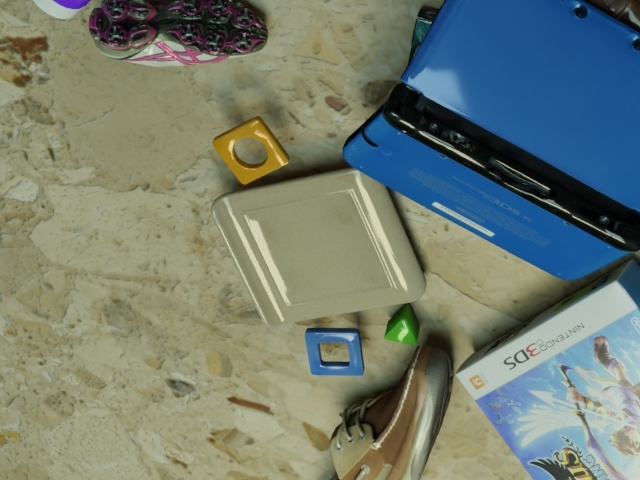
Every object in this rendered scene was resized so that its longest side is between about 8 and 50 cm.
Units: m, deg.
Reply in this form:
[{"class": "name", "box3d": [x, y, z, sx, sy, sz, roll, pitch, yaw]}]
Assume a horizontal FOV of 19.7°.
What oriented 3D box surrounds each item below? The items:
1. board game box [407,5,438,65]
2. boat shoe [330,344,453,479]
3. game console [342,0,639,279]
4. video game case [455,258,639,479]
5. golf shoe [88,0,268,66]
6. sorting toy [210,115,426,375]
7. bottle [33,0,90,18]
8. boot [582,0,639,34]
[{"class": "board game box", "box3d": [0.179, -0.158, 1.866, 0.186, 0.026, 0.126, 15, 129, 8]}, {"class": "boat shoe", "box3d": [0.066, 0.244, 2.137, 0.116, 0.123, 0.324, 23, 127, 5]}, {"class": "game console", "box3d": [0.208, -0.116, 1.847, 0.293, 0.173, 0.250, 28, 160, -9]}, {"class": "video game case", "box3d": [0.318, 0.190, 2.000, 0.244, 0.061, 0.269, -35, 93, 38]}, {"class": "golf shoe", "box3d": [-0.145, -0.217, 1.924, 0.186, 0.067, 0.086, 4, 165, 5]}, {"class": "sorting toy", "box3d": [0.000, 0.000, 2.031, 0.196, 0.047, 0.348, -13, 121, 20]}, {"class": "bottle", "box3d": [-0.192, -0.329, 1.831, 0.118, 0.092, 0.283, 43, 127, -8]}, {"class": "boot", "box3d": [0.274, -0.205, 1.798, 0.114, 0.037, 0.106, 43, 129, -19]}]
